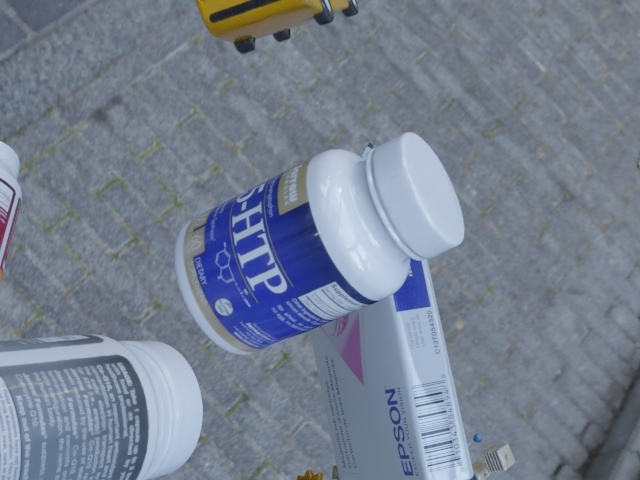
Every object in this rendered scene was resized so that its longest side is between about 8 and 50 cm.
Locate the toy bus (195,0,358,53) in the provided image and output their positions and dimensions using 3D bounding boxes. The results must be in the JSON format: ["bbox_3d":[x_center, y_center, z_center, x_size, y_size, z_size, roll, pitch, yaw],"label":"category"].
[{"bbox_3d":[-0.045,-0.289,1.031,0.333,0.108,0.130,-56,128,-71],"label":"toy bus"}]

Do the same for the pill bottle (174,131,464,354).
[{"bbox_3d":[0.000,0.000,0.664,0.112,0.186,0.112,45,31,-37],"label":"pill bottle"}]

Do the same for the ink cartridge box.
[{"bbox_3d":[0.045,0.135,1.148,0.071,0.330,0.324,-8,80,-25],"label":"ink cartridge box"}]

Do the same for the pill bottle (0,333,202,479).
[{"bbox_3d":[-0.247,0.167,0.828,0.283,0.161,0.161,3,64,-55],"label":"pill bottle"}]

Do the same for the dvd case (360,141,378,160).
[{"bbox_3d":[0.073,-0.069,1.342,0.087,0.013,0.119,34,86,11],"label":"dvd case"}]

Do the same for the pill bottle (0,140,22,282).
[{"bbox_3d":[-0.325,-0.019,0.863,0.086,0.086,0.152,15,50,-17],"label":"pill bottle"}]

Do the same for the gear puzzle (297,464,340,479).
[{"bbox_3d":[0.069,0.431,1.557,0.044,0.338,0.176,13,79,-45],"label":"gear puzzle"}]

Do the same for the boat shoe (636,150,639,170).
[{"bbox_3d":[0.315,-0.058,0.750,0.302,0.103,0.113,14,48,-58],"label":"boat shoe"}]

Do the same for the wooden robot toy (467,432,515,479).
[{"bbox_3d":[0.165,0.300,1.243,0.079,0.173,0.076,-20,105,-47],"label":"wooden robot toy"}]
